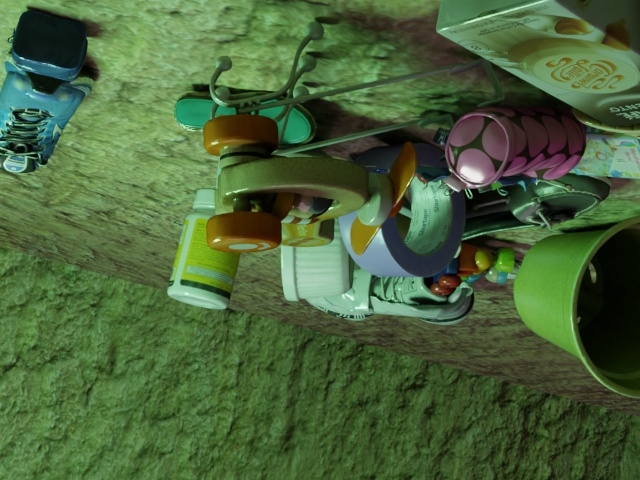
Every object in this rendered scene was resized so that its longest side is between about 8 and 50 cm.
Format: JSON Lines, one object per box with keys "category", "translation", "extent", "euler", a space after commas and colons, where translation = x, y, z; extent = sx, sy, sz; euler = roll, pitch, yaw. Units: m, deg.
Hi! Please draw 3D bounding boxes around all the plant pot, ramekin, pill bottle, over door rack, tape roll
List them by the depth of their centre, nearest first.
{"category": "over door rack", "translation": [0.030, -0.171, 1.397], "extent": [0.324, 0.108, 0.239], "euler": [-2, 169, -5]}
{"category": "tape roll", "translation": [0.118, -0.042, 1.657], "extent": [0.080, 0.189, 0.189], "euler": [1, 164, 45]}
{"category": "plant pot", "translation": [0.445, 0.088, 1.855], "extent": [0.276, 0.276, 0.254], "euler": [17, 178, -22]}
{"category": "ramekin", "translation": [0.000, 0.000, 1.959], "extent": [0.109, 0.207, 0.207], "euler": [2, 167, 5]}
{"category": "pill bottle", "translation": [-0.208, 0.016, 2.199], "extent": [0.119, 0.209, 0.119], "euler": [12, 168, 3]}

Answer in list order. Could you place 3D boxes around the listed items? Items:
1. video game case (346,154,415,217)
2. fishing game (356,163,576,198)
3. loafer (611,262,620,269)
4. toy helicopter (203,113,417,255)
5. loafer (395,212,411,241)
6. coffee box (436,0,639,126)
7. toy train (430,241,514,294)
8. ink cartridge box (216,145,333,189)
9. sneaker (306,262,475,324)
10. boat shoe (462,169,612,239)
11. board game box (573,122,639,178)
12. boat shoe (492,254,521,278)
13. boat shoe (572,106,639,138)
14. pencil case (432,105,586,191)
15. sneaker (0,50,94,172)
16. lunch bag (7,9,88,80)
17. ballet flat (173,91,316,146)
{"category": "video game case", "translation": [0.096, -0.079, 1.764], "extent": [0.087, 0.011, 0.122], "euler": [22, -158, -42]}
{"category": "fishing game", "translation": [0.175, -0.071, 1.467], "extent": [0.264, 0.041, 0.189], "euler": [4, -173, -4]}
{"category": "loafer", "translation": [0.548, 0.030, 1.954], "extent": [0.125, 0.039, 0.045], "euler": [6, -150, 29]}
{"category": "toy helicopter", "translation": [-0.007, -0.044, 1.396], "extent": [0.235, 0.140, 0.355], "euler": [-3, 169, 1]}
{"category": "loafer", "translation": [0.150, -0.022, 2.056], "extent": [0.050, 0.056, 0.148], "euler": [6, 177, 22]}
{"category": "coffee box", "translation": [0.244, -0.194, 1.041], "extent": [0.246, 0.098, 0.141], "euler": [20, 166, -34]}
{"category": "toy train", "translation": [0.282, 0.032, 2.083], "extent": [0.143, 0.105, 0.248], "euler": [2, 169, -4]}
{"category": "ink cartridge box", "translation": [-0.067, -0.093, 1.672], "extent": [0.158, 0.092, 0.218], "euler": [9, -174, -7]}
{"category": "sneaker", "translation": [0.142, 0.089, 2.395], "extent": [0.365, 0.137, 0.210], "euler": [6, 167, 2]}
{"category": "boat shoe", "translation": [0.282, -0.042, 1.718], "extent": [0.112, 0.096, 0.335], "euler": [21, 165, -37]}
{"category": "board game box", "translation": [0.359, -0.116, 1.470], "extent": [0.103, 0.026, 0.154], "euler": [7, 167, 25]}
{"category": "boat shoe", "translation": [0.348, 0.047, 2.226], "extent": [0.100, 0.035, 0.035], "euler": [21, 169, -11]}
{"category": "boat shoe", "translation": [0.364, -0.135, 1.287], "extent": [0.170, 0.063, 0.059], "euler": [7, 161, 19]}
{"category": "pencil case", "translation": [0.222, -0.105, 1.336], "extent": [0.095, 0.098, 0.209], "euler": [37, -154, 30]}
{"category": "sneaker", "translation": [-0.414, -0.170, 1.690], "extent": [0.129, 0.147, 0.330], "euler": [15, 167, -16]}
{"category": "lunch bag", "translation": [-0.345, -0.243, 1.472], "extent": [0.098, 0.067, 0.065], "euler": [15, 167, -9]}
{"category": "ballet flat", "translation": [-0.097, -0.173, 1.601], "extent": [0.206, 0.073, 0.067], "euler": [12, -164, 14]}
